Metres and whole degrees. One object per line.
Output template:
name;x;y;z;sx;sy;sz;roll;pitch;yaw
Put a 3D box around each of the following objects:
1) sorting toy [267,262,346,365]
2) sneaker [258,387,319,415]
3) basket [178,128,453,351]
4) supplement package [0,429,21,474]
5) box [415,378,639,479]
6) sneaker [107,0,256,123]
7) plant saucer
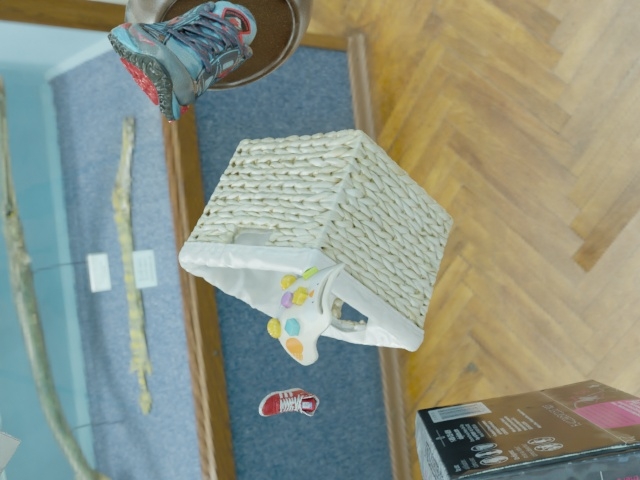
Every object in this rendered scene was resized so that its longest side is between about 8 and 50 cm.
sorting toy;-0.003;0.049;0.637;0.075;0.045;0.083;-34;36;57
sneaker;-0.054;0.306;1.475;0.067;0.119;0.042;11;104;42
basket;0.000;0.000;1.382;0.329;0.331;0.266;3;66;44
supplement package;-0.507;0.268;0.913;0.194;0.149;0.203;21;70;23
box;0.161;0.193;0.551;0.164;0.247;0.142;-11;86;2
sneaker;-0.130;-0.205;0.811;0.125;0.262;0.104;-35;106;9
plant saucer;-0.156;-0.348;1.286;0.310;0.311;0.050;-47;50;38
